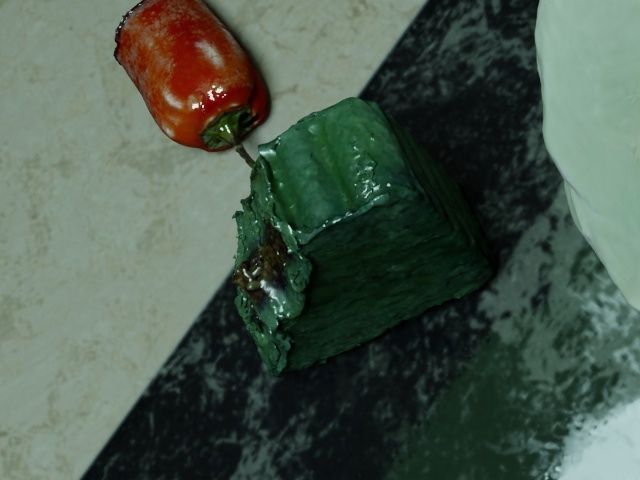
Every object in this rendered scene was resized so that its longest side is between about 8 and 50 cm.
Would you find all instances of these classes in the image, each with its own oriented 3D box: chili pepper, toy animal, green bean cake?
[{"bbox_3d":[-0.086,-0.112,1.172,0.086,0.084,0.192,-50,59,24],"label":"chili pepper"},{"bbox_3d":[0.268,-0.120,1.005,0.266,0.188,0.307,-32,78,36],"label":"toy animal"},{"bbox_3d":[0.000,0.000,1.043,0.193,0.208,0.107,-26,67,14],"label":"green bean cake"}]
